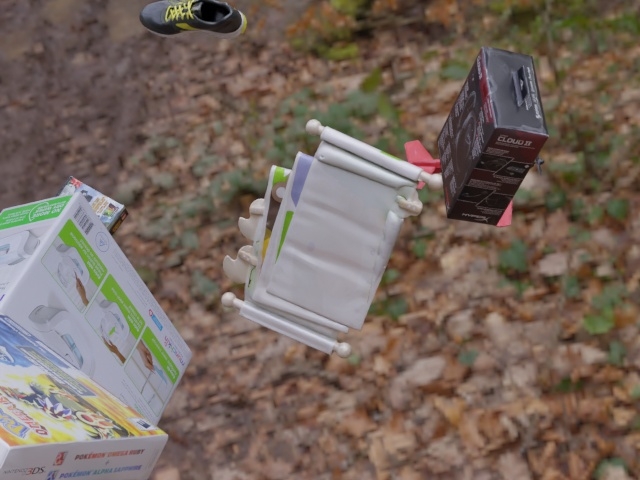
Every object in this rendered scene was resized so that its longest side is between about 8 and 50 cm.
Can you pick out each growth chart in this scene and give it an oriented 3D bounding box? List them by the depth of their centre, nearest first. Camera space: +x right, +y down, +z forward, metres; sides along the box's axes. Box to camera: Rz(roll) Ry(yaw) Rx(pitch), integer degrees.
[{"bbox_3d":[0.000,0.000,1.268,0.172,0.237,0.021,31,23,14],"label":"growth chart"}]

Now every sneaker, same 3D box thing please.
[{"bbox_3d":[-0.099,-0.175,0.983,0.083,0.031,0.035,2,-12,7],"label":"sneaker"}]

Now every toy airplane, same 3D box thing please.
[{"bbox_3d":[0.143,-0.074,1.253,0.151,0.028,0.151,-5,47,5],"label":"toy airplane"}]

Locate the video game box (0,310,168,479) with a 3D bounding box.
[{"bbox_3d":[-0.237,0.105,0.907,0.205,0.048,0.187,31,10,24],"label":"video game box"}]

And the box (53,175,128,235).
[{"bbox_3d":[-0.330,-0.008,1.681,0.094,0.027,0.137,29,71,20],"label":"box"}]

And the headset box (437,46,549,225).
[{"bbox_3d":[0.093,-0.059,0.694,0.032,0.083,0.062,9,49,-14],"label":"headset box"}]

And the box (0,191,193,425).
[{"bbox_3d":[-0.285,0.123,1.408,0.127,0.262,0.231,-10,36,30],"label":"box"}]
